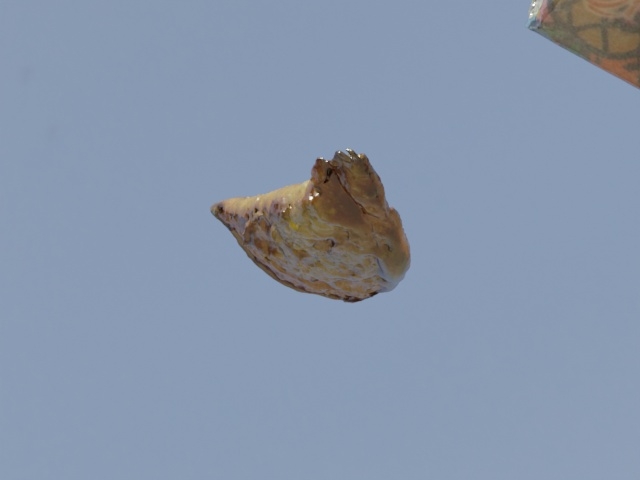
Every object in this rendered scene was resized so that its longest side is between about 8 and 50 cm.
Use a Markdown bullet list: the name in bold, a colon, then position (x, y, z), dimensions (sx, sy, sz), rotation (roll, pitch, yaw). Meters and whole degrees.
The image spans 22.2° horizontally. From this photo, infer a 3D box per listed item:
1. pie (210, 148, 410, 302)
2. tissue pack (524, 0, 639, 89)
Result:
- **pie**: position (0.001, 0.002, 0.863), dimensions (0.088, 0.191, 0.033), rotation (41, -111, -13)
- **tissue pack**: position (0.172, -0.098, 0.655), dimensions (0.148, 0.060, 0.108), rotation (28, -42, -2)
